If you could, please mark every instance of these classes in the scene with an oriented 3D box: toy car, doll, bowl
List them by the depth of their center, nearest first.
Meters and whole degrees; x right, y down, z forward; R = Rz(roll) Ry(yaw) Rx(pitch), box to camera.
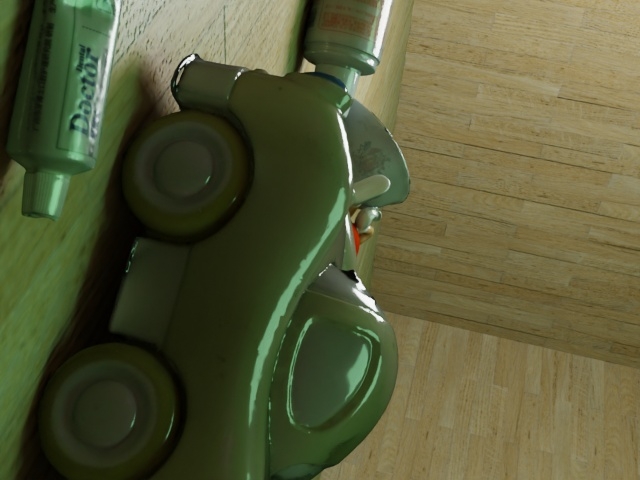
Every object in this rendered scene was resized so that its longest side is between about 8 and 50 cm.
[{"bbox_3d":[-0.031,0.069,0.590,0.242,0.226,0.336,78,26,-72],"label":"toy car"},{"bbox_3d":[0.000,0.000,1.078,0.217,0.183,0.085,99,-32,-55],"label":"doll"},{"bbox_3d":[0.024,-0.102,1.106,0.086,0.189,0.189,-38,157,-19],"label":"bowl"}]

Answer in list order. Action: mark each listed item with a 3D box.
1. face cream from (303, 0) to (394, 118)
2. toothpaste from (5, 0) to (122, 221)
[{"bbox_3d":[0.031,-0.249,1.016,0.101,0.101,0.252,22,80,-82],"label":"face cream"},{"bbox_3d":[-0.115,-0.118,0.396,0.064,0.041,0.218,23,75,-77],"label":"toothpaste"}]
